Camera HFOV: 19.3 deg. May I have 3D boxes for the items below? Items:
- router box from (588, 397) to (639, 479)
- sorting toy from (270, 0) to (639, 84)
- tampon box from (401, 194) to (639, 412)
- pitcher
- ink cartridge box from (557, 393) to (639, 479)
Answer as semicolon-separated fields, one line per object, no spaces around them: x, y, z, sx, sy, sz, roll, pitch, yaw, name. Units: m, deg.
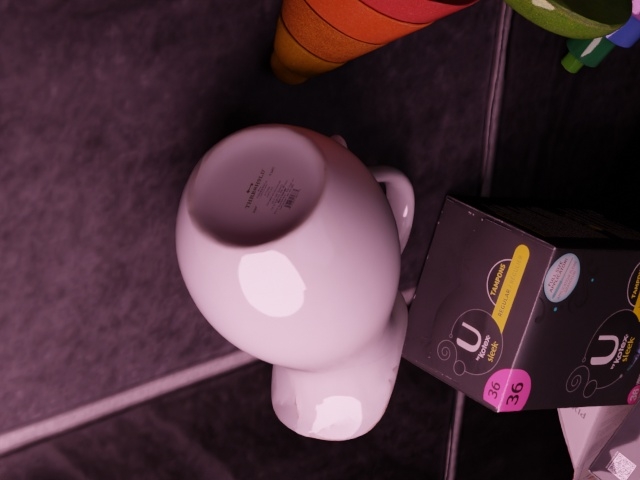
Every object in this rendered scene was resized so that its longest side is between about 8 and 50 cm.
0.344;0.063;1.398;0.309;0.081;0.243;-56;161;12;router box
0.094;-0.141;1.169;0.365;0.127;0.126;-3;142;-48;sorting toy
0.154;0.043;1.306;0.161;0.101;0.120;1;111;-47;tampon box
0.000;0.000;1.125;0.207;0.125;0.178;62;43;-56;pitcher
0.255;0.107;1.504;0.181;0.056;0.224;-27;147;-34;ink cartridge box
